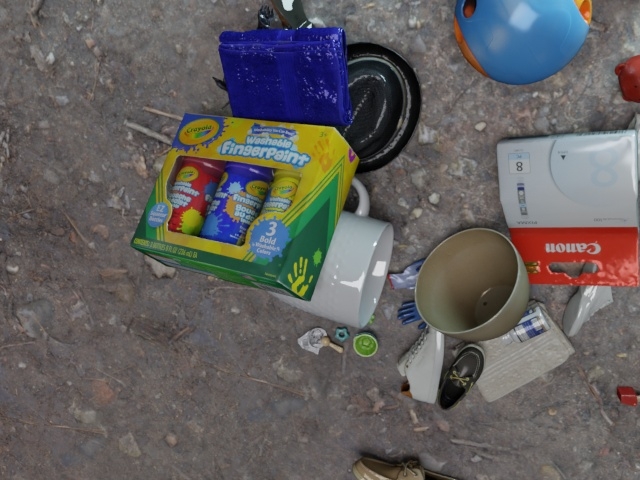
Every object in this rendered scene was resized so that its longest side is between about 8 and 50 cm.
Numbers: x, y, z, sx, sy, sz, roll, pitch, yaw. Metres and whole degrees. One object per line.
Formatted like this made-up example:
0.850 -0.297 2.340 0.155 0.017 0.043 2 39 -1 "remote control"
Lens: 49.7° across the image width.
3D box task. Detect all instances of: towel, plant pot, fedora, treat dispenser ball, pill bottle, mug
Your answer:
0.514 0.296 1.852 0.282 0.049 0.187 -35 97 19 "towel"
-0.083 -0.368 1.580 0.308 0.076 0.227 6 123 22 "towel"
0.405 0.138 1.731 0.284 0.284 0.191 -37 132 18 "plant pot"
0.088 -0.314 1.688 0.334 0.152 0.334 3 107 10 "fedora"
0.436 -0.485 1.499 0.288 0.288 0.288 3 107 9 "treat dispenser ball"
0.518 0.222 1.766 0.120 0.067 0.067 -29 100 18 "pill bottle"
0.000 0.000 1.748 0.328 0.276 0.374 16 96 16 "mug"

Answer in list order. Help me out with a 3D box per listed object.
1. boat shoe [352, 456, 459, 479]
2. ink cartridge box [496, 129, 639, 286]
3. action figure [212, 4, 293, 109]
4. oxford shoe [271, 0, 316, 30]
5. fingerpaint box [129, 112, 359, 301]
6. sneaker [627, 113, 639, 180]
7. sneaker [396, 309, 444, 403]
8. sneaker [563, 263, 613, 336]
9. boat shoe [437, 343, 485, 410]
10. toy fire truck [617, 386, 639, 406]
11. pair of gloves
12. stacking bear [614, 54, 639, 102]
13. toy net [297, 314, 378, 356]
0.259 0.684 1.985 0.341 0.121 0.110 22 105 -7 "boat shoe"
0.596 -0.063 1.660 0.308 0.091 0.385 0 105 28 "ink cartridge box"
-0.155 -0.431 1.709 0.164 0.141 0.275 33 132 -9 "action figure"
-0.079 -0.547 1.684 0.076 0.076 0.212 -38 108 -25 "oxford shoe"
-0.183 -0.093 1.635 0.445 0.163 0.371 12 74 30 "fingerpaint box"
0.818 -0.264 1.594 0.169 0.108 0.292 33 111 -4 "sneaker"
0.270 0.312 1.863 0.123 0.106 0.290 9 113 8 "sneaker"
0.696 0.158 1.765 0.094 0.080 0.212 15 108 -7 "sneaker"
0.376 0.371 1.848 0.081 0.069 0.228 29 131 16 "boat shoe"
0.886 0.368 1.805 0.192 0.047 0.135 2 107 9 "toy fire truck"
0.273 0.147 1.862 0.159 0.023 0.198 -13 108 12 "pair of gloves"
0.814 -0.391 1.532 0.289 0.164 0.175 -16 136 25 "stacking bear"
0.043 0.267 1.929 0.232 0.045 0.122 -7 106 12 "toy net"
